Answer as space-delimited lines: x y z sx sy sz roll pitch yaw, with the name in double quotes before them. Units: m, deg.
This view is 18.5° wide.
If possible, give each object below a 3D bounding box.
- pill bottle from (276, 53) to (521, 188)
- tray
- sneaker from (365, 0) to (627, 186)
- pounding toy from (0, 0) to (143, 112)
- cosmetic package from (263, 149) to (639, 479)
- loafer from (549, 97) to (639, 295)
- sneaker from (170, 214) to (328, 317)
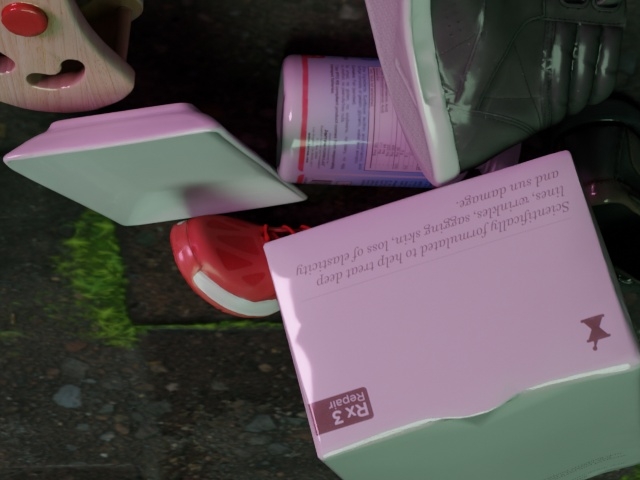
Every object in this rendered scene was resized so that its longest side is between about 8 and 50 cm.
"pill bottle" 0.052 -0.079 1.324 0.160 0.087 0.087 2 147 -5
"tray" -0.105 -0.052 1.339 0.145 0.030 0.270 -7 171 10
"sneaker" 0.102 -0.176 1.181 0.147 0.104 0.296 -22 132 -8
"pounding toy" -0.182 -0.126 1.183 0.154 0.155 0.269 10 148 -11
"cosmetic package" 0.109 0.087 1.386 0.217 0.156 0.385 -17 161 3
"loafer" 0.233 -0.001 1.453 0.096 0.084 0.267 -15 145 21
"sneaker" 0.000 0.000 1.466 0.128 0.087 0.221 -36 149 30
